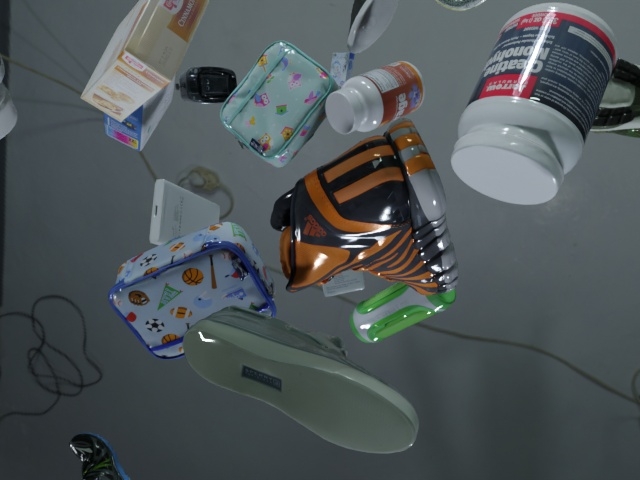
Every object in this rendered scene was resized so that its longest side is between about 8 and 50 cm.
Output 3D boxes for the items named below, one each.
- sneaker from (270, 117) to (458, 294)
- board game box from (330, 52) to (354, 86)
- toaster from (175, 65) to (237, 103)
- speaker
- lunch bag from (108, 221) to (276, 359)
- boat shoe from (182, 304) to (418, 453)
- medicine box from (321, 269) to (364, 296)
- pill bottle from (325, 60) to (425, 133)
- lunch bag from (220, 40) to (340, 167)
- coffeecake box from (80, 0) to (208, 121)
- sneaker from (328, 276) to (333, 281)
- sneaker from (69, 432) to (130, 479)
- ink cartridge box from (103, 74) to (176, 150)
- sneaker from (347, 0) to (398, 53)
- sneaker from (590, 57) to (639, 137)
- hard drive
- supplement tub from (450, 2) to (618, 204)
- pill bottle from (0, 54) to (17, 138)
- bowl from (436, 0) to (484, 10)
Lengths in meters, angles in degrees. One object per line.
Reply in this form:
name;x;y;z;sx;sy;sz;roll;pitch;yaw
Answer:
sneaker;0.047;-0.001;0.584;0.180;0.321;0.124;-23;58;8
board game box;0.058;-0.477;1.457;0.020;0.090;0.090;0;107;-31
toaster;-0.404;-0.560;1.888;0.146;0.227;0.129;19;116;56
speaker;0.214;0.177;1.405;0.131;0.131;0.296;49;130;-6
lunch bag;-0.239;0.110;1.044;0.303;0.115;0.243;-20;120;8
boat shoe;-0.014;0.113;0.479;0.227;0.081;0.079;18;121;18
medicine box;0.045;0.010;1.871;0.149;0.263;0.289;-11;111;-5
pill bottle;0.120;-0.312;1.152;0.121;0.216;0.121;35;141;35
lunch bag;-0.109;-0.339;1.302;0.224;0.108;0.279;42;96;11
coffeecake box;-0.246;-0.263;0.721;0.068;0.142;0.185;31;156;-33
sneaker;0.000;0.000;1.519;0.125;0.104;0.262;5;114;18
sneaker;-0.442;0.459;1.029;0.188;0.078;0.067;44;115;21
ink cartridge box;-0.596;-0.526;1.736;0.151;0.270;0.395;26;151;-11
sneaker;0.108;-0.603;1.225;0.147;0.104;0.296;46;129;28
sneaker;0.629;-0.260;1.016;0.410;0.182;0.158;13;96;0
hard drive;-0.442;-0.060;1.731;0.040;0.307;0.203;-3;77;22
supplement tub;0.339;-0.216;0.838;0.191;0.191;0.272;26;76;4
pill bottle;-0.644;-0.330;0.825;0.204;0.204;0.361;13;139;9
bowl;0.317;-0.609;1.217;0.170;0.080;0.170;0;92;-1
